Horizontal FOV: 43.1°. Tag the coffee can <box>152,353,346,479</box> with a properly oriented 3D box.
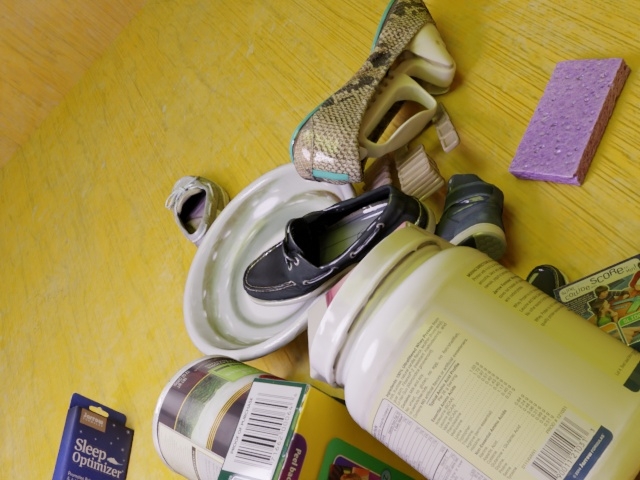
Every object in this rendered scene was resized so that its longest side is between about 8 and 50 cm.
[{"bbox_3d":[-0.092,0.295,1.189,0.275,0.201,0.201,9,68,49],"label":"coffee can"}]

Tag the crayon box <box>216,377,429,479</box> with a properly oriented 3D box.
[{"bbox_3d":[-0.002,0.387,0.933,0.106,0.313,0.363,-3,59,44],"label":"crayon box"}]

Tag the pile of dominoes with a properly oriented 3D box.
[{"bbox_3d":[0.156,-0.127,1.374,0.196,0.040,0.251,-40,17,17],"label":"pile of dominoes"}]

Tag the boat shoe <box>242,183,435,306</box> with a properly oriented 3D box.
[{"bbox_3d":[0.000,0.003,1.237,0.340,0.113,0.127,-17,52,29],"label":"boat shoe"}]

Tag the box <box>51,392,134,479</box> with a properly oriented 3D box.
[{"bbox_3d":[-0.417,0.398,1.489,0.036,0.136,0.225,-27,45,30],"label":"box"}]

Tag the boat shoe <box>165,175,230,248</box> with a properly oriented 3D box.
[{"bbox_3d":[-0.260,-0.064,1.720,0.118,0.103,0.320,-44,36,9],"label":"boat shoe"}]

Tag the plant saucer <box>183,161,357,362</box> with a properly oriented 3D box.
[{"bbox_3d":[-0.072,0.047,1.445,0.400,0.100,0.400,-26,45,28],"label":"plant saucer"}]

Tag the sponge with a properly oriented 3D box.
[{"bbox_3d":[0.376,-0.182,1.227,0.117,0.031,0.210,11,70,49],"label":"sponge"}]

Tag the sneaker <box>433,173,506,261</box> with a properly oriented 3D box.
[{"bbox_3d":[0.189,-0.006,1.241,0.226,0.086,0.163,-33,33,36],"label":"sneaker"}]

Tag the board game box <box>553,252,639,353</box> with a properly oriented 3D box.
[{"bbox_3d":[0.392,0.072,0.965,0.201,0.035,0.136,-26,33,19],"label":"board game box"}]

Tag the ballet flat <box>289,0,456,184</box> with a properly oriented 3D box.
[{"bbox_3d":[0.130,-0.265,1.428,0.182,0.164,0.482,18,55,24],"label":"ballet flat"}]

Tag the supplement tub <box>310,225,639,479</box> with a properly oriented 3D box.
[{"bbox_3d":[0.175,0.152,0.858,0.325,0.235,0.235,35,87,22],"label":"supplement tub"}]

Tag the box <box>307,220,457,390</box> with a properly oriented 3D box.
[{"bbox_3d":[0.107,0.107,1.135,0.232,0.149,0.126,-44,35,34],"label":"box"}]

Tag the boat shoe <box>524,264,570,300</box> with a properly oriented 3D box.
[{"bbox_3d":[0.267,0.129,1.057,0.084,0.079,0.233,3,61,46],"label":"boat shoe"}]

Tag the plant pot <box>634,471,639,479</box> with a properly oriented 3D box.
[{"bbox_3d":[0.392,0.211,0.901,0.236,0.032,0.236,-27,44,30],"label":"plant pot"}]
